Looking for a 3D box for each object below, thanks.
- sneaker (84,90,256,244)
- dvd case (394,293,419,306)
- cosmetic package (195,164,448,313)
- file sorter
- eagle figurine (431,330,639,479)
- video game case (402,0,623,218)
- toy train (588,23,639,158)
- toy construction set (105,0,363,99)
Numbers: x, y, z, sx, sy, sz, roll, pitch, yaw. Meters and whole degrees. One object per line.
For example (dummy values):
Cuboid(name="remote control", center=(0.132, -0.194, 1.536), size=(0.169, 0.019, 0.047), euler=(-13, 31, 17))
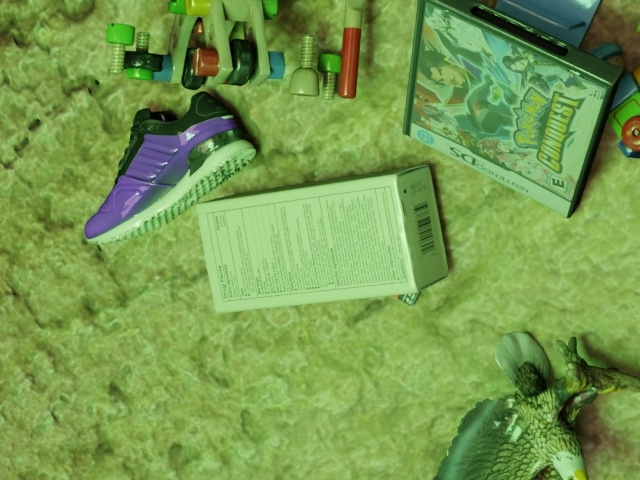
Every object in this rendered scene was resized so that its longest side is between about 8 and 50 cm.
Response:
Cuboid(name="sneaker", center=(-0.235, -0.109, 1.916), size=(0.293, 0.102, 0.146), euler=(-32, 84, 22))
Cuboid(name="dvd case", center=(0.093, 0.024, 1.840), size=(0.119, 0.013, 0.087), euler=(30, 113, 14))
Cuboid(name="cosmetic package", center=(0.000, 0.000, 1.809), size=(0.309, 0.113, 0.160), euler=(-6, 97, 30))
Cuboid(name="file sorter", center=(0.263, -0.282, 1.639), size=(0.118, 0.104, 0.170), euler=(29, 113, 16))
Cuboid(name="eagle figurine", center=(0.275, 0.279, 1.699), size=(0.226, 0.225, 0.298), euler=(28, 105, 4))
Cuboid(name="video game case", center=(0.221, -0.165, 1.634), size=(0.248, 0.035, 0.275), euler=(29, 152, 16))
Cuboid(name="toy train", center=(0.431, -0.219, 1.588), size=(0.248, 0.105, 0.143), euler=(-40, 71, 27))
Cuboid(name="toy construction set", center=(-0.096, -0.313, 1.751), size=(0.309, 0.257, 0.237), euler=(6, 93, 2))
